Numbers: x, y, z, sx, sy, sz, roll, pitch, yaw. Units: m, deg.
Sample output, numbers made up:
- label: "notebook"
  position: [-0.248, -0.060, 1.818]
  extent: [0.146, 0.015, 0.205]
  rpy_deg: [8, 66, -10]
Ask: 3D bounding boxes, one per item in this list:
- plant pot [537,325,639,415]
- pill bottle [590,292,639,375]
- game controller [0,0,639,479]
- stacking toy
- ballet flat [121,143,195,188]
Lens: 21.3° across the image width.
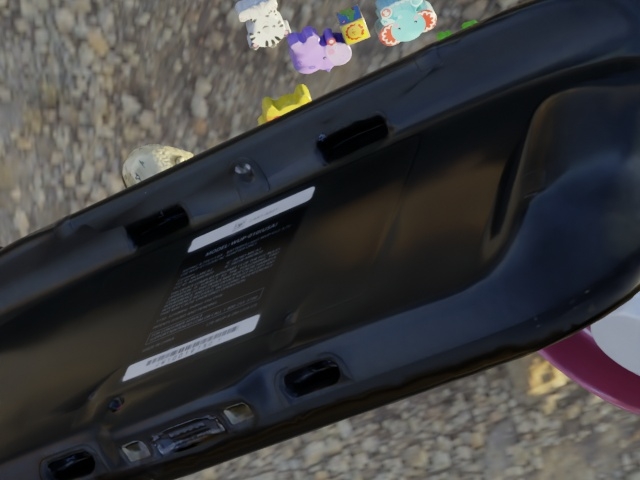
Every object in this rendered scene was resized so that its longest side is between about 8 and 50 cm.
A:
- label: "plant pot"
  position: [0.290, 0.034, 1.579]
  extent: [0.201, 0.201, 0.180]
  rpy_deg: [40, 77, 0]
- label: "pill bottle"
  position: [0.276, -0.004, 1.217]
  extent: [0.117, 0.117, 0.208]
  rpy_deg: [32, 67, -2]
- label: "game controller"
  position: [-0.018, 0.013, 0.572]
  extent: [0.067, 0.319, 0.166]
  rpy_deg: [47, 36, -29]
- label: "stacking toy"
  position: [0.038, -0.177, 1.470]
  extent: [0.221, 0.052, 0.167]
  rpy_deg: [-21, 42, 4]
- label: "ballet flat"
  position: [0.000, 0.000, 0.704]
  extent: [0.173, 0.049, 0.057]
  rpy_deg: [26, 38, -7]
